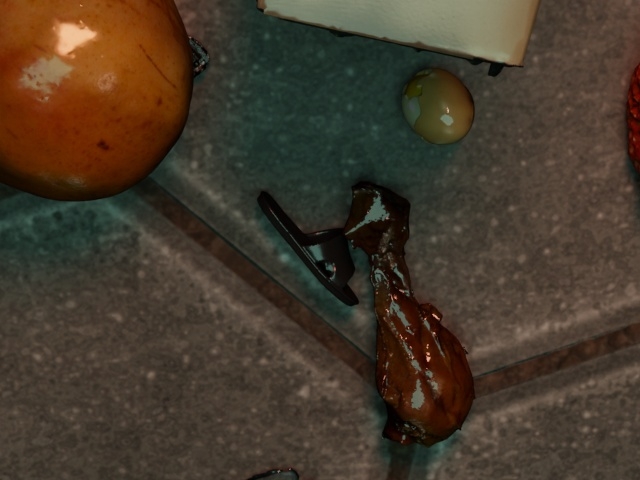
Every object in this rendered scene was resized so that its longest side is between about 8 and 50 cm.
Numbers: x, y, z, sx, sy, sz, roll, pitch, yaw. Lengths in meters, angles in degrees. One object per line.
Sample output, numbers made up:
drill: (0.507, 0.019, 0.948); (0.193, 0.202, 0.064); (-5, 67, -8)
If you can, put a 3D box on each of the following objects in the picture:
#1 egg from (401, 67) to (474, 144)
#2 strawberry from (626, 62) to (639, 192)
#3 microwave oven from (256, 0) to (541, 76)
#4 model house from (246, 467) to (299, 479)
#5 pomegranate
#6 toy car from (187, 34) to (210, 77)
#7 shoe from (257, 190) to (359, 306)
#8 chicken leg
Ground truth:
egg: (0.120, -0.132, 1.501); (0.071, 0.083, 0.071); (-10, 132, -12)
strawberry: (0.372, -0.149, 1.505); (0.175, 0.107, 0.236); (23, 111, -48)
microwave oven: (0.064, -0.350, 1.262); (0.247, 0.394, 0.333); (13, 106, -8)
model house: (-0.048, 0.344, 1.612); (0.119, 0.149, 0.148); (-17, 106, 4)
pomegranate: (-0.246, -0.169, 1.377); (0.264, 0.264, 0.264); (-1, 108, -3)
toy car: (-0.154, -0.167, 1.505); (0.093, 0.025, 0.041); (-42, 104, 7)
shoe: (0.000, 0.000, 1.551); (0.053, 0.062, 0.159); (-42, 101, 8)
chicken leg: (0.087, 0.080, 1.562); (0.113, 0.093, 0.304); (-28, 109, -31)
